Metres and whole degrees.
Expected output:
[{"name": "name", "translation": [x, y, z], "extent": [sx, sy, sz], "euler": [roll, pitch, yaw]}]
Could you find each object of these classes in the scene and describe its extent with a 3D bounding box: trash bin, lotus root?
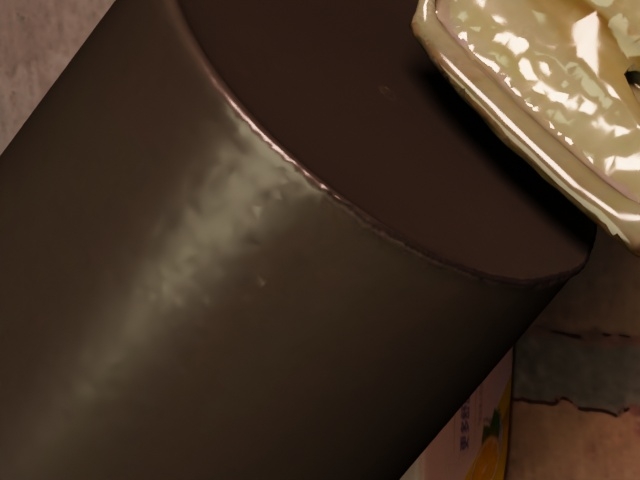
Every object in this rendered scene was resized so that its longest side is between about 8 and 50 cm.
[{"name": "trash bin", "translation": [-0.069, 0.062, 0.566], "extent": [0.214, 0.214, 0.334], "euler": [48, 121, 11]}, {"name": "lotus root", "translation": [0.146, -0.107, 0.511], "extent": [0.119, 0.138, 0.235], "euler": [42, 90, 20]}]

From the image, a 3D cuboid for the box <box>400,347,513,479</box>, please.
[{"name": "box", "translation": [0.000, 0.000, 0.690], "extent": [0.168, 0.097, 0.265], "euler": [14, 113, 30]}]
